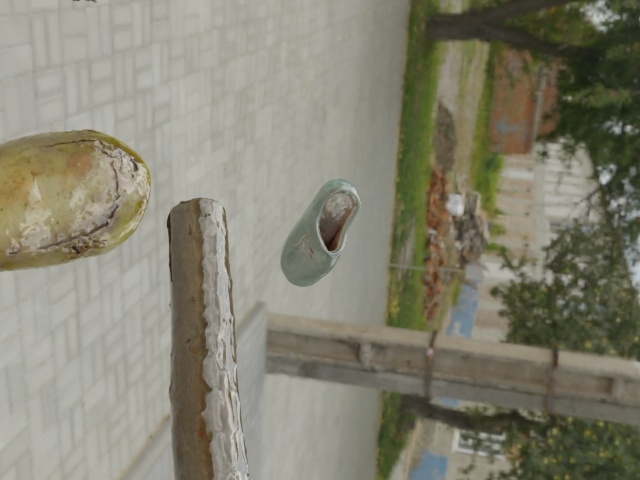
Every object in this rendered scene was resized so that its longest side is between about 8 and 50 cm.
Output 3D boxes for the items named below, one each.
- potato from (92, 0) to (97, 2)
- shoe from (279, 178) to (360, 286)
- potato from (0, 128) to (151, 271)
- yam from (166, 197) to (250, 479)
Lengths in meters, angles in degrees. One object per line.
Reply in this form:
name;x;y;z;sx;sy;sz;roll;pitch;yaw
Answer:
potato;-0.282;-0.457;1.084;0.229;0.266;0.229;3;85;-35
shoe;0.000;0.000;1.253;0.195;0.079;0.078;-61;-160;22
potato;-0.218;-0.031;0.651;0.080;0.171;0.107;100;-27;-81
yam;-0.052;0.120;0.385;0.045;0.045;0.326;19;47;-36
